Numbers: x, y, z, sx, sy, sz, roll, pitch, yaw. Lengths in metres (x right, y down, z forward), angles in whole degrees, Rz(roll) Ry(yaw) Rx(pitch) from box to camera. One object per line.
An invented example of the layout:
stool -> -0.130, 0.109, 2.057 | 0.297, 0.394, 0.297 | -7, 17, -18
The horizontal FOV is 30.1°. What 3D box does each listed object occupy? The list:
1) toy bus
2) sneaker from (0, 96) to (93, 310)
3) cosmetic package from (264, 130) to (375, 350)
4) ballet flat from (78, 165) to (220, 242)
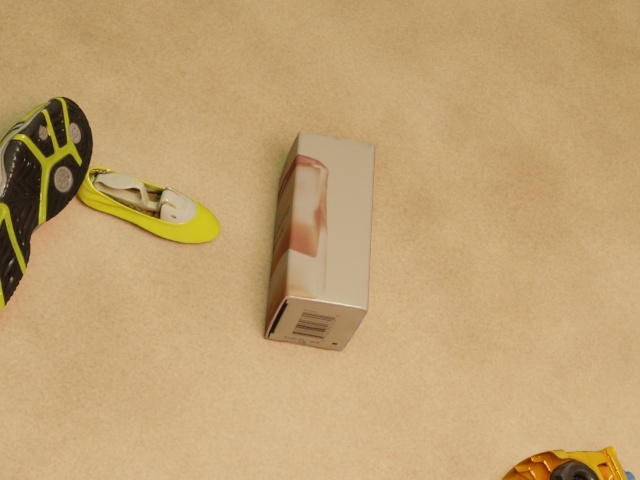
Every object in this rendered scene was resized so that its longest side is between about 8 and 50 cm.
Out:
toy bus -> 0.393, 0.407, 1.700 | 0.211, 0.149, 0.220 | -2, 62, -34
sneaker -> -0.467, -0.064, 1.724 | 0.147, 0.145, 0.385 | 3, 50, 34
cosmetic package -> 0.000, 0.000, 1.818 | 0.129, 0.153, 0.296 | 11, 57, -10
ballet flat -> -0.262, -0.058, 1.826 | 0.230, 0.077, 0.077 | 19, 55, -4
